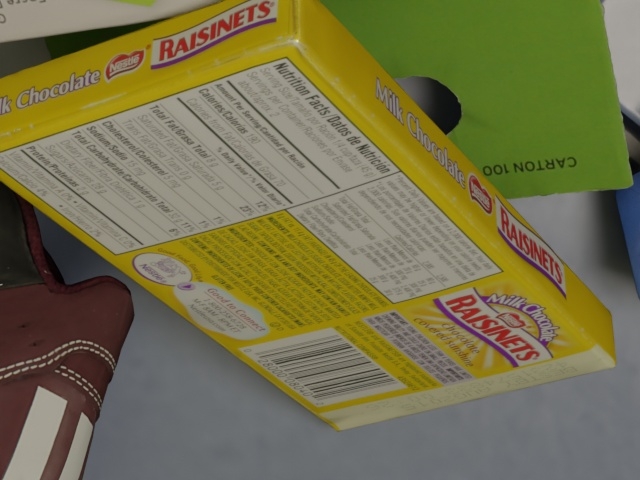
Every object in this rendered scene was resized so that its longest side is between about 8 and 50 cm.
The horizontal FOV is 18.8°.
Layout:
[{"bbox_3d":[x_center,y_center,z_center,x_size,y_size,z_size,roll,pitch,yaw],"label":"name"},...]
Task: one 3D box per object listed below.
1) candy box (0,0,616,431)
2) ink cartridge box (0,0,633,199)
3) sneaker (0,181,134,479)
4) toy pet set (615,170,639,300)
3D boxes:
[{"bbox_3d":[0.000,0.000,0.571,0.105,0.027,0.206,-18,145,24],"label":"candy box"},{"bbox_3d":[-0.022,-0.086,0.534,0.189,0.097,0.255,-6,124,16],"label":"ink cartridge box"},{"bbox_3d":[-0.184,0.026,0.625,0.281,0.106,0.162,13,61,18],"label":"sneaker"},{"bbox_3d":[0.156,0.010,0.657,0.114,0.065,0.122,10,104,-39],"label":"toy pet set"}]
